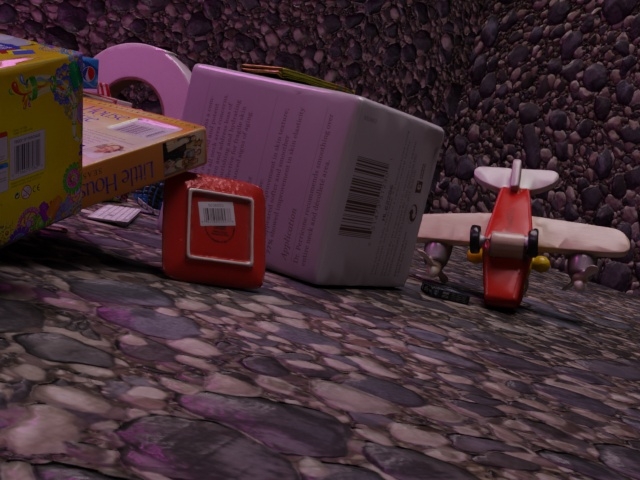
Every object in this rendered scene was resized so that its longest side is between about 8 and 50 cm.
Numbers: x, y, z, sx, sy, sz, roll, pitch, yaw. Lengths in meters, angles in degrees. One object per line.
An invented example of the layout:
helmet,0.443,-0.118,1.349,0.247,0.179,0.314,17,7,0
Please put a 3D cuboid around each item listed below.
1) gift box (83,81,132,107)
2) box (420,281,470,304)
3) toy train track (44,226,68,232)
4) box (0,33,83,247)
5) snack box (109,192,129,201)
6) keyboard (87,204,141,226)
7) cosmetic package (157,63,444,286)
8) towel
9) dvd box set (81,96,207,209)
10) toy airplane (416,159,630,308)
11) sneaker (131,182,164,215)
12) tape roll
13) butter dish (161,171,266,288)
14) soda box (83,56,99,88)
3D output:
gift box,-0.627,-0.277,2.126,0.258,0.255,0.276,7,15,-41
box,0.250,0.106,1.721,0.083,0.018,0.067,13,5,-12
toy train track,-0.425,-0.025,1.305,0.083,0.014,0.048,11,7,-39
box,-0.425,-0.098,0.801,0.279,0.177,0.290,15,24,19
snack box,-0.549,-0.141,1.894,0.174,0.070,0.207,17,5,22
keyboard,-0.398,-0.052,1.668,0.072,0.014,0.256,14,5,-8
cosmetic package,-0.036,-0.120,1.631,0.393,0.330,0.327,19,8,33
towel,-0.038,-0.297,1.615,0.102,0.021,0.237,11,4,35
dvd box set,-0.402,-0.104,1.126,0.307,0.062,0.420,17,28,31
toy airplane,0.421,0.003,1.912,0.384,0.273,0.386,-23,37,-22
sneaker,-0.344,-0.083,1.917,0.190,0.072,0.082,21,-6,-37
tape roll,-0.494,-0.330,2.289,0.391,0.392,0.072,16,6,16
butter dish,-0.169,-0.006,1.247,0.160,0.160,0.118,8,-16,-30
soda box,-0.614,-0.409,2.028,0.210,0.071,0.067,18,18,37
